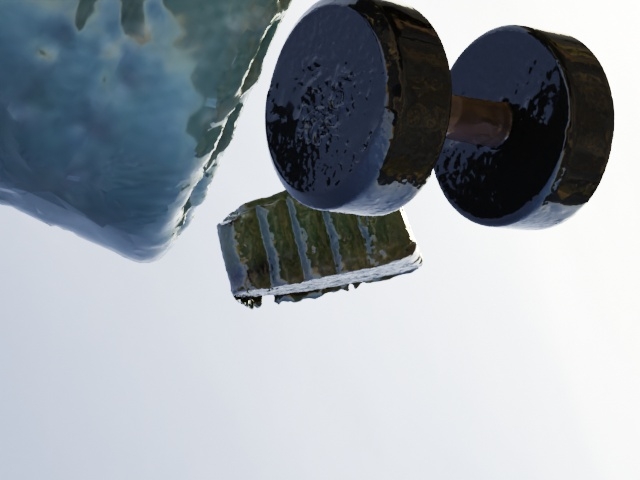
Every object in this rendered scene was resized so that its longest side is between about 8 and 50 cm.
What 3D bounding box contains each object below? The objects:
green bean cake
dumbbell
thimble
[{"bbox_3d":[0.000,0.000,1.529,0.173,0.181,0.094,39,-143,-81],"label":"green bean cake"},{"bbox_3d":[0.086,-0.088,1.145,0.218,0.152,0.152,4,-121,-38],"label":"dumbbell"},{"bbox_3d":[-0.081,-0.115,0.641,0.143,0.235,0.198,24,-150,-7],"label":"thimble"}]
